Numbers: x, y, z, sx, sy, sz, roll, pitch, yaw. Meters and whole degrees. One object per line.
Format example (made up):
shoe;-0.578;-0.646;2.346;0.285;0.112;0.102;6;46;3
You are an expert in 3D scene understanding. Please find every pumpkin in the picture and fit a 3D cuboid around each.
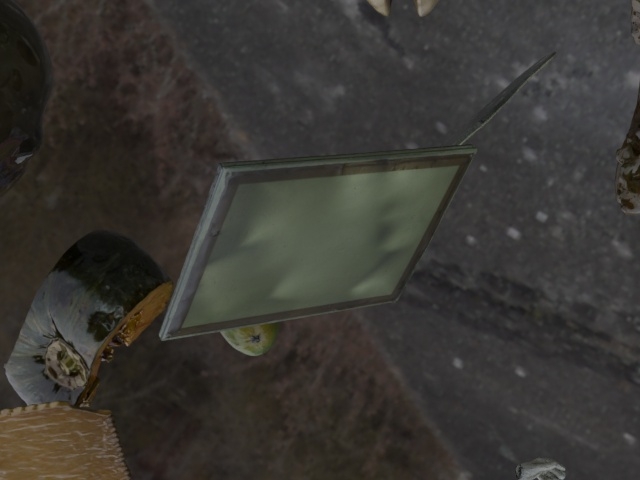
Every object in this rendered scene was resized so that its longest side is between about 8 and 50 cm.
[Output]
pumpkin;-0.332;0.117;1.638;0.139;0.190;0.280;37;126;6

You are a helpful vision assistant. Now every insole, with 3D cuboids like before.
insole;0.205;-0.156;1.357;0.011;0.248;0.081;51;154;-5

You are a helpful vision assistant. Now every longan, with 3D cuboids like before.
longan;-0.542;-0.202;1.585;0.361;0.361;0.361;30;162;11

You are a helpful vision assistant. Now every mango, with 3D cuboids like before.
mango;-0.119;0.069;1.516;0.191;0.085;0.122;57;-177;24

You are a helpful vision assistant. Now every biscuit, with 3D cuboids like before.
biscuit;-0.349;0.253;1.308;0.237;0.013;0.232;-9;143;-7
biscuit;0.492;-0.221;1.571;0.115;0.366;0.268;11;-166;23

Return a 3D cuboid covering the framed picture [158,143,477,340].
framed picture;0.000;0.000;0.851;0.010;0.231;0.173;54;135;34

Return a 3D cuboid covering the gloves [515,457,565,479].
gloves;0.307;0.325;1.594;0.081;0.037;0.044;10;148;-2

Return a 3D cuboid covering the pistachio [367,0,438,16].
pistachio;0.122;-0.501;1.760;0.193;0.214;0.318;3;130;8
